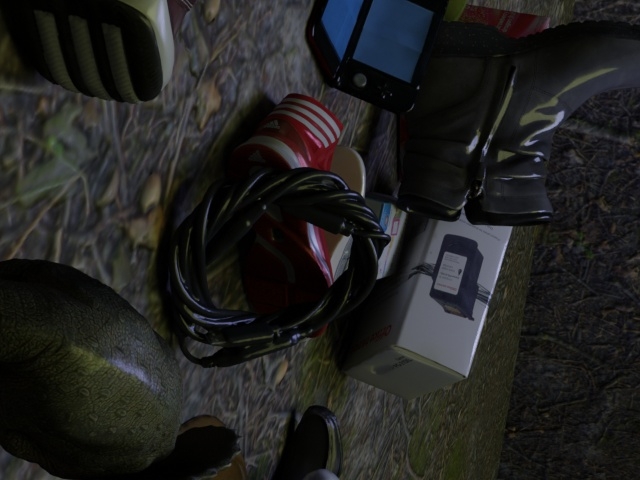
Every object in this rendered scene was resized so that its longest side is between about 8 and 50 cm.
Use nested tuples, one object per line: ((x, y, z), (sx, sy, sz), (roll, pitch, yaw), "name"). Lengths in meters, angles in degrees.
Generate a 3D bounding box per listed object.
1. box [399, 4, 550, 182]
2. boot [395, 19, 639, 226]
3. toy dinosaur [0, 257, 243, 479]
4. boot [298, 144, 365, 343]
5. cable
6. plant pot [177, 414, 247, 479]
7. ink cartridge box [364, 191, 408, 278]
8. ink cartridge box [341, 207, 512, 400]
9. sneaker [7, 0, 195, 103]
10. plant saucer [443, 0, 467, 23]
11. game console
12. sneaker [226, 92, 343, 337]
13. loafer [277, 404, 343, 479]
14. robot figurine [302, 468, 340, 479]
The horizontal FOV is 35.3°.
((0.201, -0.182, 1.297), (0.122, 0.128, 0.257), (85, 26, -45), "box")
((0.243, -0.121, 1.120), (0.118, 0.338, 0.223), (107, -20, -79), "boot")
((-0.120, 0.057, 0.461), (0.313, 0.160, 0.121), (82, 28, -51), "toy dinosaur")
((0.000, 0.000, 0.950), (0.086, 0.069, 0.190), (-28, 138, -76), "boot")
((-0.030, 0.013, 0.760), (0.184, 0.047, 0.150), (-16, 118, -23), "cable")
((-0.114, 0.264, 0.838), (0.236, 0.032, 0.236), (13, 90, -72), "plant pot")
((0.056, -0.006, 1.115), (0.122, 0.052, 0.088), (-10, 113, -72), "ink cartridge box")
((0.130, 0.057, 1.204), (0.237, 0.100, 0.172), (-69, -170, -23), "ink cartridge box")
((-0.094, -0.213, 0.465), (0.281, 0.106, 0.162), (98, 11, -51), "sneaker")
((0.153, -0.347, 1.184), (0.241, 0.037, 0.241), (13, 90, -72), "plant saucer")
((0.058, -0.209, 0.930), (0.085, 0.124, 0.144), (135, -25, -72), "game console")
((-0.008, -0.026, 0.859), (0.221, 0.087, 0.128), (87, 26, -45), "sneaker")
((-0.018, 0.262, 1.082), (0.061, 0.062, 0.170), (-14, 115, -65), "loafer")
((0.036, 0.372, 0.967), (0.353, 0.200, 0.300), (67, 11, -51), "robot figurine")
